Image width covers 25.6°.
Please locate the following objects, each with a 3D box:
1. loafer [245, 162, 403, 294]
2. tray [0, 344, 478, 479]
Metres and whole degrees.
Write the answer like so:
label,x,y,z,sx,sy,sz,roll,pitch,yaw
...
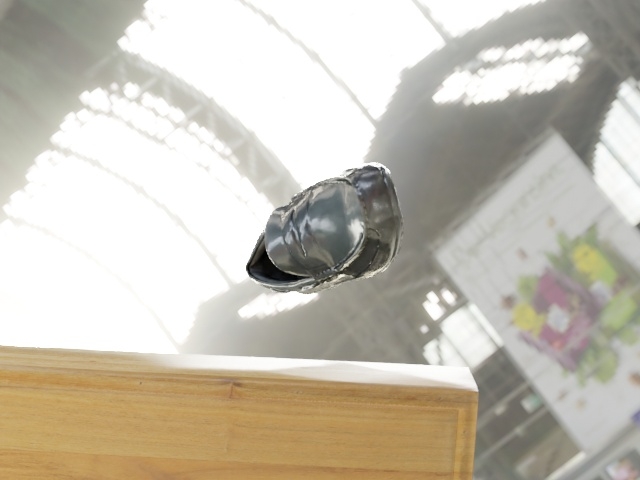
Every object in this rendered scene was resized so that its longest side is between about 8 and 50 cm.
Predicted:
label,x,y,z,sx,sy,sz,roll,pitch,yaw
loafer,0.000,0.000,1.024,0.078,0.076,0.223,-11,-10,-18
tray,-0.092,0.195,1.094,0.411,0.203,0.076,3,10,-2
